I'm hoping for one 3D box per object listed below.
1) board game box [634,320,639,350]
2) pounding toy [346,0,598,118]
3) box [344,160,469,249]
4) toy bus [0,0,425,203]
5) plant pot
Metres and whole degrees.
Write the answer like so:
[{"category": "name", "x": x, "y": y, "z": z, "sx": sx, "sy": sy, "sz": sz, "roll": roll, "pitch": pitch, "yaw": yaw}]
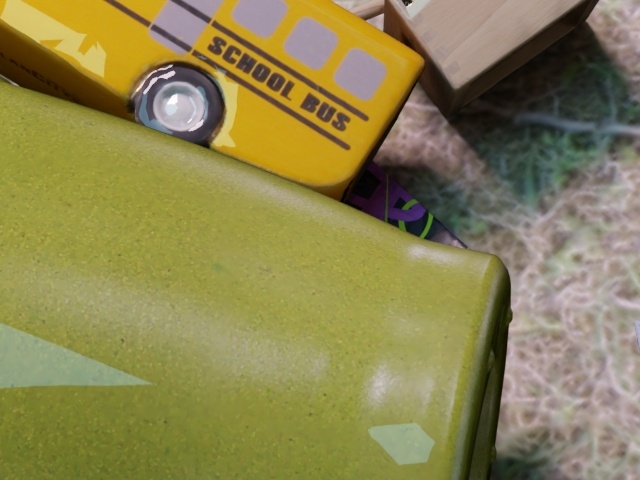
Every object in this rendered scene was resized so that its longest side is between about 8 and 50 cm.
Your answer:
[{"category": "board game box", "x": 0.252, "y": 0.109, "z": 0.875, "sx": 0.194, "sy": 0.060, "sz": 0.194, "roll": -26, "pitch": 59, "yaw": 5}, {"category": "pounding toy", "x": 0.086, "y": -0.144, "z": 1.030, "sx": 0.130, "sy": 0.141, "sz": 0.100, "roll": -35, "pitch": 86, "yaw": -2}, {"category": "box", "x": 0.000, "y": 0.000, "z": 1.036, "sx": 0.116, "sy": 0.029, "sz": 0.162, "roll": -43, "pitch": 58, "yaw": -6}, {"category": "toy bus", "x": -0.116, "y": -0.128, "z": 0.983, "sx": 0.332, "sy": 0.108, "sz": 0.130, "roll": 31, "pitch": 76, "yaw": 2}, {"category": "plant pot", "x": -0.092, "y": 0.098, "z": 0.856, "sx": 0.353, "sy": 0.366, "sz": 0.366, "roll": 8, "pitch": 66, "yaw": 10}]
